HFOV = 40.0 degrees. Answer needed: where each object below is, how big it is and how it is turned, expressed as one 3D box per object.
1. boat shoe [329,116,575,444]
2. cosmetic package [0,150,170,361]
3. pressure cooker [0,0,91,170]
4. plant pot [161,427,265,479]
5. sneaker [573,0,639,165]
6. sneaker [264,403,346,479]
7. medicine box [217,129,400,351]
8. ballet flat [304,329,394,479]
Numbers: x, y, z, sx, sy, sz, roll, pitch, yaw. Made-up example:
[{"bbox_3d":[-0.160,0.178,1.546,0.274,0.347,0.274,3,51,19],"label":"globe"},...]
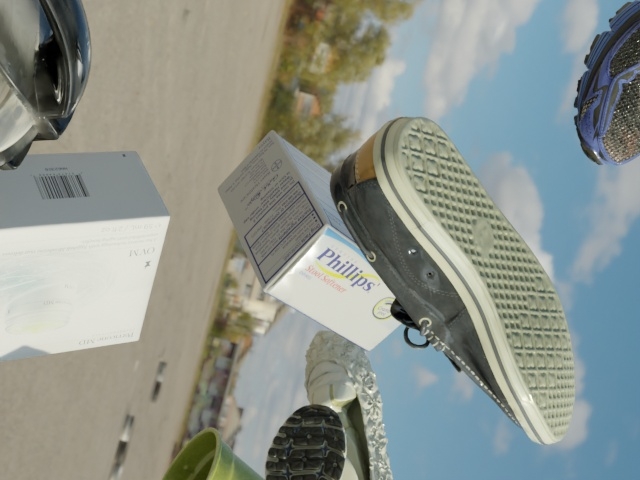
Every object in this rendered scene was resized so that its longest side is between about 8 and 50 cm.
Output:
[{"bbox_3d":[0.185,0.066,1.162,0.156,0.500,0.187,-19,-155,42],"label":"boat shoe"},{"bbox_3d":[-0.331,0.021,1.090,0.138,0.224,0.225,57,-40,36],"label":"cosmetic package"},{"bbox_3d":[-0.412,-0.228,0.741,0.370,0.420,0.376,-32,122,-72],"label":"pressure cooker"},{"bbox_3d":[-0.204,0.593,1.922,0.276,0.253,0.276,-47,-160,23],"label":"plant pot"},{"bbox_3d":[0.250,-0.128,0.540,0.221,0.083,0.087,-45,-147,11],"label":"sneaker"},{"bbox_3d":[-0.033,0.432,1.432,0.147,0.129,0.330,87,13,-73],"label":"sneaker"},{"bbox_3d":[0.000,0.000,1.455,0.149,0.263,0.289,-44,-140,14],"label":"medicine box"},{"bbox_3d":[0.049,0.351,1.651,0.147,0.146,0.409,115,-39,-64],"label":"ballet flat"}]
